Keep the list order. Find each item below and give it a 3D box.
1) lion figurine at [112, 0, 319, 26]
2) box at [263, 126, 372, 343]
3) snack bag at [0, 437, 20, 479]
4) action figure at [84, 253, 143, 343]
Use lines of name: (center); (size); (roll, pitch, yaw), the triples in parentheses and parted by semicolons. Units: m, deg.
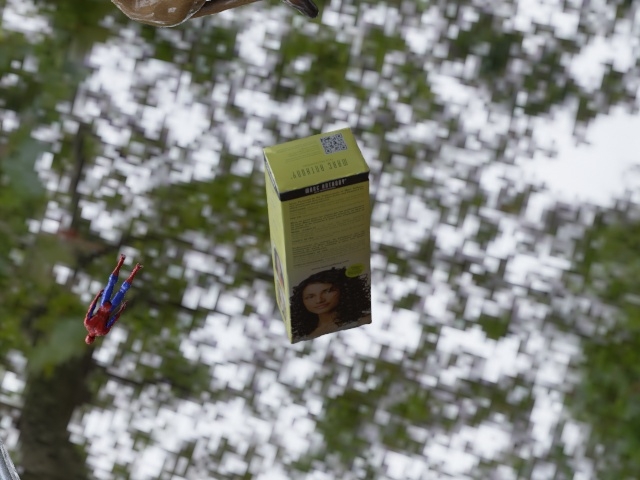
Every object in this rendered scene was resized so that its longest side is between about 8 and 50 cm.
lion figurine: (-0.211, -0.305, 1.883); (0.392, 0.240, 0.142); (40, -134, -24)
box: (0.000, 0.000, 1.706); (0.087, 0.058, 0.232); (-15, -38, -8)
snack bag: (-0.244, 0.352, 1.732); (0.037, 0.323, 0.342); (-24, -40, -10)
action figure: (-0.250, 0.073, 2.214); (0.115, 0.038, 0.030); (-60, 4, 7)
